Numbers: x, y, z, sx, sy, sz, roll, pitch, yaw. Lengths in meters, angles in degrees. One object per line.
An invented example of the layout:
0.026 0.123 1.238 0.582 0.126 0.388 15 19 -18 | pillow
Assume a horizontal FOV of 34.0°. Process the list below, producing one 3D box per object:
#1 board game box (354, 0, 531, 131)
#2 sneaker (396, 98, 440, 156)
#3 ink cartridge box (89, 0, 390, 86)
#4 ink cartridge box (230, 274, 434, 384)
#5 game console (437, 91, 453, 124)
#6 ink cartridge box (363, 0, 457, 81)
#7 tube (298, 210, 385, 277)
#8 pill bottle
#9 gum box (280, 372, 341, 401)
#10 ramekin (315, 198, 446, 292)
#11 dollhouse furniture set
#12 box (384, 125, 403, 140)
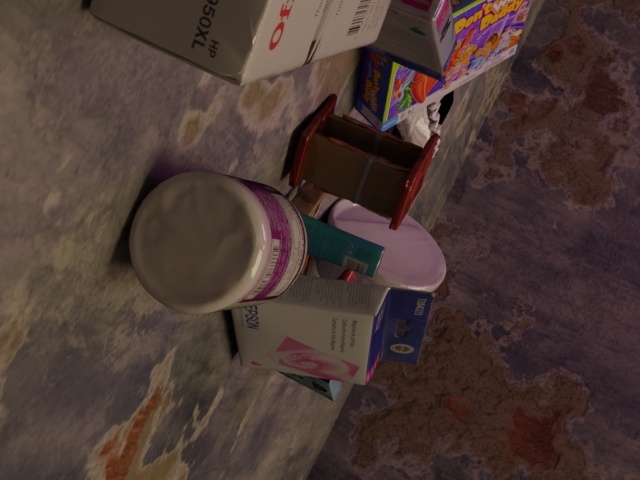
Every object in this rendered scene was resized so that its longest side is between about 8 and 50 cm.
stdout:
0.228 -0.367 1.894 0.347 0.078 0.233 -32 155 -22 | board game box
0.185 -0.264 2.136 0.118 0.110 0.292 -12 138 -14 | sneaker
-0.025 -0.332 1.018 0.395 0.166 0.285 -38 151 -65 | ink cartridge box
0.016 0.160 1.808 0.324 0.330 0.071 89 10 -62 | ink cartridge box
0.293 -0.422 2.316 0.213 0.044 0.361 86 24 -43 | game console
0.099 -0.321 1.503 0.065 0.185 0.311 -65 168 -3 | ink cartridge box
0.000 0.000 1.696 0.052 0.207 0.080 -59 169 -65 | tube
-0.112 0.004 1.337 0.169 0.169 0.301 -65 168 4 | pill bottle
-0.036 0.270 2.204 0.041 0.157 0.184 -61 167 -16 | gum box
0.113 0.042 2.150 0.127 0.273 0.273 -57 173 32 | ramekin
0.039 -0.036 1.798 0.152 0.201 0.374 -56 168 -50 | dollhouse furniture set
0.190 -0.280 2.294 0.190 0.045 0.184 -29 141 -68 | box
